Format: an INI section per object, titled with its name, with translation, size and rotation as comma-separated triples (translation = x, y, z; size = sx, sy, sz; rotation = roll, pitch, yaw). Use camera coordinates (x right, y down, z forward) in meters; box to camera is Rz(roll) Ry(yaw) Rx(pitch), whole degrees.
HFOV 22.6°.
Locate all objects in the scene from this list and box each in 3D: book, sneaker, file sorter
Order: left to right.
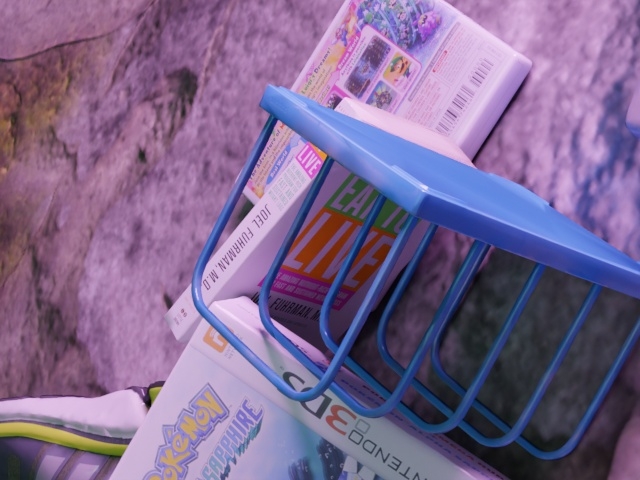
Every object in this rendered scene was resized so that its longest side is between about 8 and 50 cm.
[sneaker]
translation = -0.117, 0.148, 0.874
size = 0.300, 0.111, 0.121
rotation = -14, 68, 45
[book]
translation = 0.000, 0.000, 0.793
size = 0.144, 0.096, 0.035
rotation = -50, 52, 19
[file sorter]
translation = 0.047, 0.021, 0.711
size = 0.118, 0.170, 0.104
rotation = 39, 106, 47

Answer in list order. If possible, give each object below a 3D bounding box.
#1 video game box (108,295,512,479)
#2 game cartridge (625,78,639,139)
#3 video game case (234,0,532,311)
[video game box]
translation = -0.020, 0.160, 0.743
size = 0.187, 0.048, 0.205
rotation = 33, 99, 18
[game cartridge]
translation = 0.295, -0.099, 0.588
size = 0.355, 0.068, 0.230
rotation = 21, 92, 48
[video game case]
translation = 0.029, -0.061, 0.876
size = 0.157, 0.019, 0.143
rotation = -58, 42, 12
